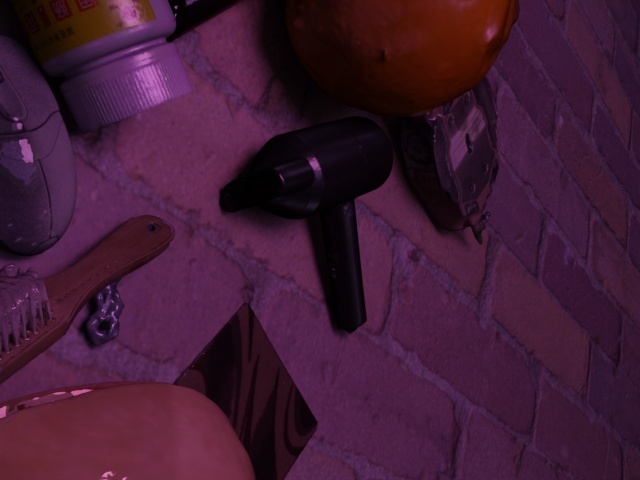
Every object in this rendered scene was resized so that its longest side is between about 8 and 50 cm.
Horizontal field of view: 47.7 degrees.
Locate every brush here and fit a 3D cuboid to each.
[{"bbox_3d":[-0.235,0.037,0.650,0.327,0.069,0.065,-45,155,-56],"label":"brush"}]

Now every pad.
[{"bbox_3d":[-0.123,0.256,0.840,0.330,0.004,0.220,-51,122,-42],"label":"pad"}]

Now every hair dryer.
[{"bbox_3d":[0.000,0.000,0.971,0.244,0.116,0.303,-25,110,-47],"label":"hair dryer"}]

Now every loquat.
[{"bbox_3d":[0.110,-0.326,0.976,0.328,0.328,0.329,12,75,-49],"label":"loquat"}]

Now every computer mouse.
[{"bbox_3d":[-0.283,-0.097,0.654,0.113,0.068,0.229,-33,110,-50],"label":"computer mouse"},{"bbox_3d":[0.224,-0.145,1.257,0.199,0.114,0.389,-48,135,-26],"label":"computer mouse"}]

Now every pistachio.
[{"bbox_3d":[-0.194,0.218,0.603,0.318,0.193,0.214,18,84,-44],"label":"pistachio"}]

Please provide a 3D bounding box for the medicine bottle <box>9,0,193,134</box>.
[{"bbox_3d":[-0.221,-0.229,0.697,0.139,0.139,0.226,-39,113,-47],"label":"medicine bottle"}]

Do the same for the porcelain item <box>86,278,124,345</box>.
[{"bbox_3d":[-0.218,0.066,0.739,0.036,0.028,0.083,16,72,-31],"label":"porcelain item"}]

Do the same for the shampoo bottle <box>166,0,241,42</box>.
[{"bbox_3d":[-0.124,-0.352,0.885,0.129,0.084,0.323,54,44,-15],"label":"shampoo bottle"}]
